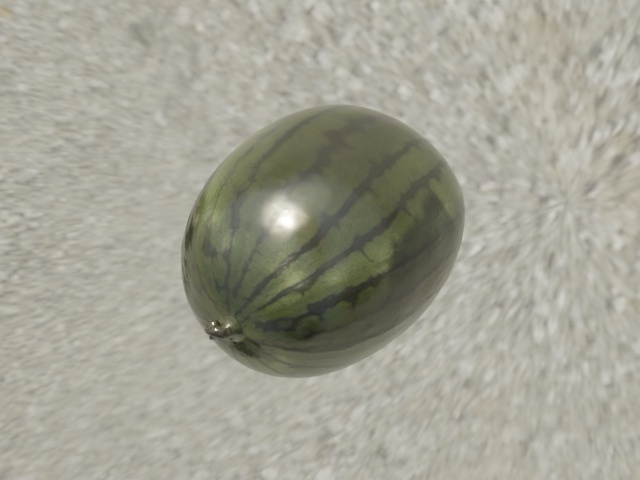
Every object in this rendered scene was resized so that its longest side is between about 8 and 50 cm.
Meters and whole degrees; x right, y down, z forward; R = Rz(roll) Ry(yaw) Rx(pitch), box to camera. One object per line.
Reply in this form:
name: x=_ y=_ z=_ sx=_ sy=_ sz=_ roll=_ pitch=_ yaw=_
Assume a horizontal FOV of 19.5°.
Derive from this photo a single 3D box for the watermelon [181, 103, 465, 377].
watermelon: x=0.000 y=0.000 z=0.579 sx=0.078 sy=0.110 sz=0.078 roll=14 pitch=121 yaw=24
